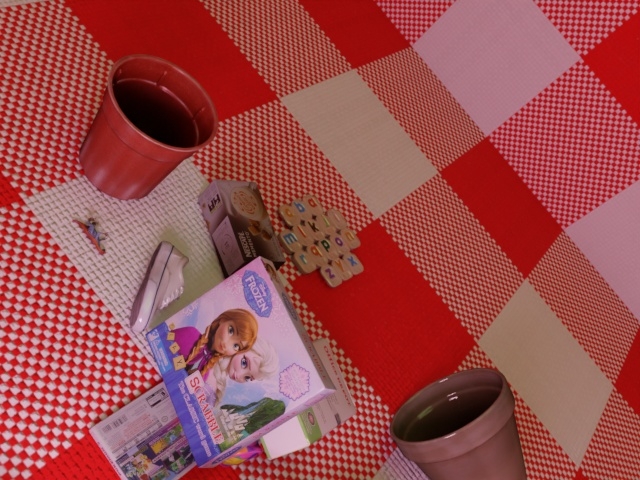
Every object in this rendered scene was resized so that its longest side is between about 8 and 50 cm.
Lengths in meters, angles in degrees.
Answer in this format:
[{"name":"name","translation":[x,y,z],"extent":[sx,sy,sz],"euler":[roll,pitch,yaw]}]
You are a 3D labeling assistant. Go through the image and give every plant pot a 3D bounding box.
[{"name":"plant pot","translation":[-0.426,-0.248,1.788],"extent":[0.272,0.265,0.272],"euler":[24,46,-28]},{"name":"plant pot","translation":[0.377,0.525,1.909],"extent":[0.323,0.323,0.280],"euler":[-41,107,-51]}]

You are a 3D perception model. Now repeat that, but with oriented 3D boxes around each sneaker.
[{"name":"sneaker","translation":[-0.353,0.106,1.703],"extent":[0.091,0.094,0.258],"euler":[28,43,-17]}]

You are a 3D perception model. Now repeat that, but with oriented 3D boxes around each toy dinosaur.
[{"name":"toy dinosaur","translation":[-0.512,-0.007,1.710],"extent":[0.090,0.047,0.082],"euler":[-4,66,-6]}]

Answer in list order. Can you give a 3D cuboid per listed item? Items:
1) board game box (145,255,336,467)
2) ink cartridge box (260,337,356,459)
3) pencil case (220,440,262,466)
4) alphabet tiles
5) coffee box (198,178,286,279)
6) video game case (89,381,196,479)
[{"name":"board game box","translation":[-0.174,0.249,1.562],"extent":[0.319,0.318,0.066],"euler":[61,13,24]},{"name":"ink cartridge box","translation":[-0.048,0.346,1.698],"extent":[0.273,0.114,0.198],"euler":[-5,70,-66]},{"name":"pencil case","translation":[-0.196,0.365,1.639],"extent":[0.104,0.104,0.236],"euler":[7,56,-39]},{"name":"alphabet tiles","translation":[0.000,0.000,2.171],"extent":[0.284,0.021,0.278],"euler":[-26,79,-50]},{"name":"coffee box","translation":[-0.204,-0.027,1.944],"extent":[0.141,0.098,0.247],"euler":[1,59,-42]},{"name":"video game case","translation":[-0.339,0.406,1.533],"extent":[0.183,0.023,0.201],"euler":[53,39,6]}]
